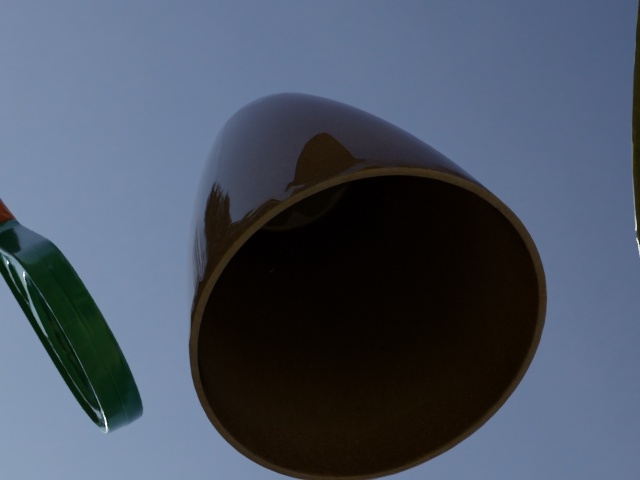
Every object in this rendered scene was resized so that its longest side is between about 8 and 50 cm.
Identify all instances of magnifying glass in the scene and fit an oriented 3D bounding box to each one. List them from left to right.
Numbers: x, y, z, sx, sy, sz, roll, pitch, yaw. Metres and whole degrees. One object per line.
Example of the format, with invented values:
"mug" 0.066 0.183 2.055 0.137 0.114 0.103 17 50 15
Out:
"magnifying glass" -0.146 0.012 0.791 0.231 0.026 0.092 42 -25 45

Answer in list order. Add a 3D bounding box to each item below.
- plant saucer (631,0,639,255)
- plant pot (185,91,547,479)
"plant saucer" 0.159 -0.086 0.568 0.037 0.241 0.241 9 -78 24
"plant pot" 0.000 0.000 1.127 0.237 0.237 0.254 -68 -155 22
